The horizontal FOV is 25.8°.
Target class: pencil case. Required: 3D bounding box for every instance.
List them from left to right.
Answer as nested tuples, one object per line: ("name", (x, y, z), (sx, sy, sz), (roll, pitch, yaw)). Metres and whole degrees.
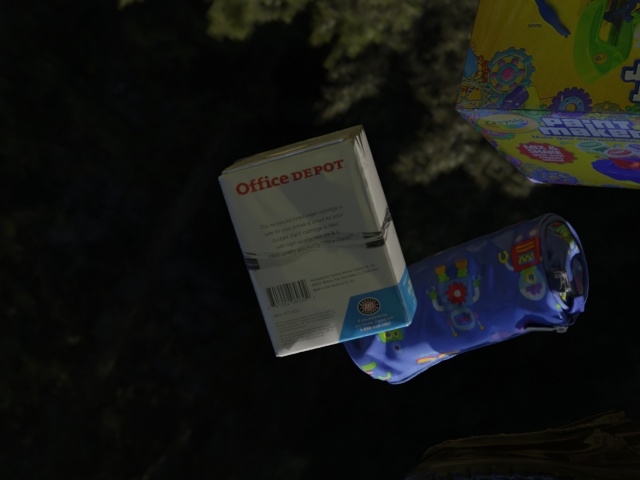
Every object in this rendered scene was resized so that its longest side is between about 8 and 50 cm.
("pencil case", (0.167, 0.075, 1.618), (0.119, 0.306, 0.133), (10, -117, -55))

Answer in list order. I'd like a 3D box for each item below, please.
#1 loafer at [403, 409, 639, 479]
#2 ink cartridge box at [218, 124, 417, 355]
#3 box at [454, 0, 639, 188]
("loafer", (0.152, 0.139, 0.786), (0.220, 0.080, 0.078), (2, -155, -5))
("ink cartridge box", (0.000, 0.000, 1.351), (0.082, 0.139, 0.191), (-53, -53, -73))
("box", (0.297, -0.195, 1.124), (0.290, 0.279, 0.177), (6, 165, 33))
